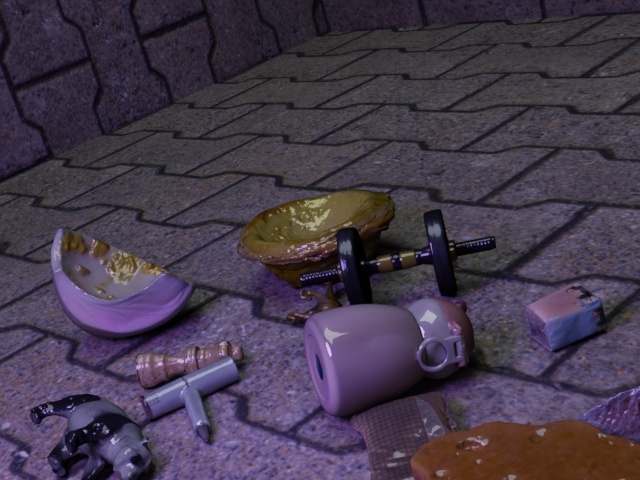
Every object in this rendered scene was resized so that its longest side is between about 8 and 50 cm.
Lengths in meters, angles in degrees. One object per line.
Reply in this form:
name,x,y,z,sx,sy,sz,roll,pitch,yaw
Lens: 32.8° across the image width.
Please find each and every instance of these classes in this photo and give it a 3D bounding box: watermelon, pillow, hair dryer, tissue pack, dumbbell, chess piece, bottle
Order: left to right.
chess piece,-0.207,0.196,1.745,0.172,0.060,0.060,-10,21,8
hair dryer,-0.168,0.248,1.614,0.155,0.044,0.183,-25,28,-20
bottle,0.106,0.150,1.522,0.237,0.147,0.147,-13,20,-14
dumbbell,0.126,0.034,1.782,0.326,0.143,0.143,-12,21,8
pillow,0.116,0.258,1.382,0.135,0.034,0.211,-15,22,-2
tissue pack,0.348,0.110,1.551,0.094,0.058,0.074,-21,23,-12
watermelon,0.390,0.202,1.262,0.180,0.094,0.081,-27,21,15

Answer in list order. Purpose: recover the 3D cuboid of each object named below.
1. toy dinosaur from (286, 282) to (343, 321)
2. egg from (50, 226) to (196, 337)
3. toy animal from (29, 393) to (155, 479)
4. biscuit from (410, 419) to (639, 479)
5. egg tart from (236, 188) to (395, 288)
toy dinosaur,0.022,0.111,1.828,0.126,0.039,0.162,12,28,33
egg,-0.368,0.100,1.959,0.271,0.161,0.206,24,-4,11
toy animal,-0.318,0.287,1.551,0.121,0.093,0.225,-18,18,-31
biscuit,0.216,0.300,1.157,0.351,0.057,0.312,-4,25,19
egg tart,0.000,0.000,2.001,0.315,0.120,0.315,-13,19,5
